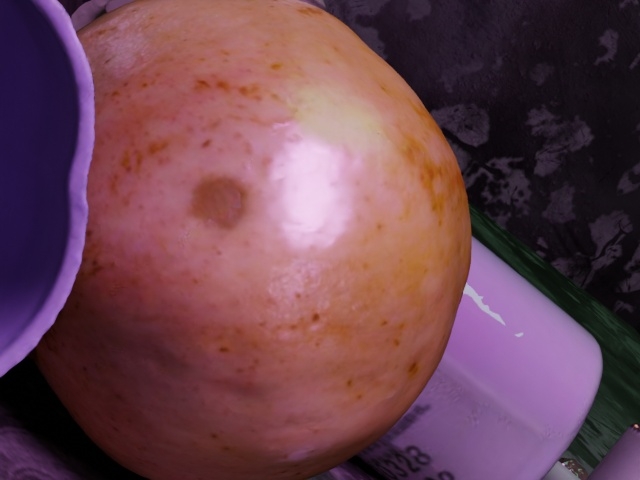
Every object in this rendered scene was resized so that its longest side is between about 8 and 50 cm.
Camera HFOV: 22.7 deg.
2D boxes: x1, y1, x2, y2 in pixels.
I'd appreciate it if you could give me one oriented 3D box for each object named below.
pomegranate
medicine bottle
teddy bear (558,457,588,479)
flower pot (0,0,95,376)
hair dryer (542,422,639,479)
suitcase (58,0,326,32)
[{"bbox_3d":[-0.081,0.003,1.006,0.338,0.338,0.338,39,10,-8],"label":"pomegranate"},{"bbox_3d":[0.038,0.059,1.392,0.388,0.219,0.219,38,10,-12],"label":"medicine bottle"},{"bbox_3d":[0.189,0.195,1.632,0.140,0.177,0.190,-7,-20,31],"label":"teddy bear"},{"bbox_3d":[-0.261,-0.058,0.761,0.265,0.265,0.243,35,1,-30],"label":"flower pot"},{"bbox_3d":[0.220,0.245,1.388,0.128,0.203,0.362,38,-1,-12],"label":"hair dryer"},{"bbox_3d":[-0.169,-0.196,1.405,0.339,0.352,0.194,5,76,-69],"label":"suitcase"}]
